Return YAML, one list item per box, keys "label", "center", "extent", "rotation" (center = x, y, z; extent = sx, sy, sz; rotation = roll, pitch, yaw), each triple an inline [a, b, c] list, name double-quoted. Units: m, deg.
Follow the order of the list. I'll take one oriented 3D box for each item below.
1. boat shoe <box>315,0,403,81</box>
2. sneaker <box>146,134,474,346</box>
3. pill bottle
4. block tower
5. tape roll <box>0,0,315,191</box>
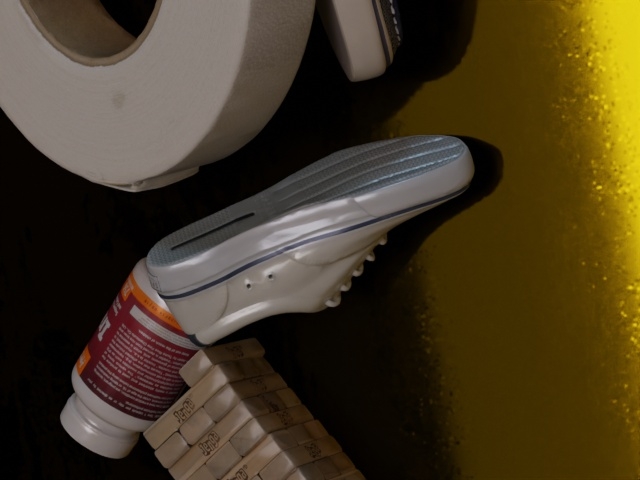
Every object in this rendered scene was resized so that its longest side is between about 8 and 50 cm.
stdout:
- label: "boat shoe"
  center: [0.050, -0.296, 1.388]
  extent: [0.158, 0.127, 0.341]
  rotation: [-15, 102, -6]
- label: "sneaker"
  center: [0.000, 0.000, 1.444]
  extent: [0.258, 0.094, 0.091]
  rotation: [-21, 117, 6]
- label: "pill bottle"
  center: [-0.144, 0.095, 1.525]
  extent: [0.086, 0.086, 0.152]
  rotation: [38, 107, 18]
- label: "block tower"
  center: [0.002, 0.233, 1.466]
  extent: [0.097, 0.091, 0.335]
  rotation: [-43, 75, 20]
- label: "tape roll"
  center: [-0.155, -0.235, 1.436]
  extent: [0.392, 0.072, 0.392]
  rotation: [18, 116, 43]
